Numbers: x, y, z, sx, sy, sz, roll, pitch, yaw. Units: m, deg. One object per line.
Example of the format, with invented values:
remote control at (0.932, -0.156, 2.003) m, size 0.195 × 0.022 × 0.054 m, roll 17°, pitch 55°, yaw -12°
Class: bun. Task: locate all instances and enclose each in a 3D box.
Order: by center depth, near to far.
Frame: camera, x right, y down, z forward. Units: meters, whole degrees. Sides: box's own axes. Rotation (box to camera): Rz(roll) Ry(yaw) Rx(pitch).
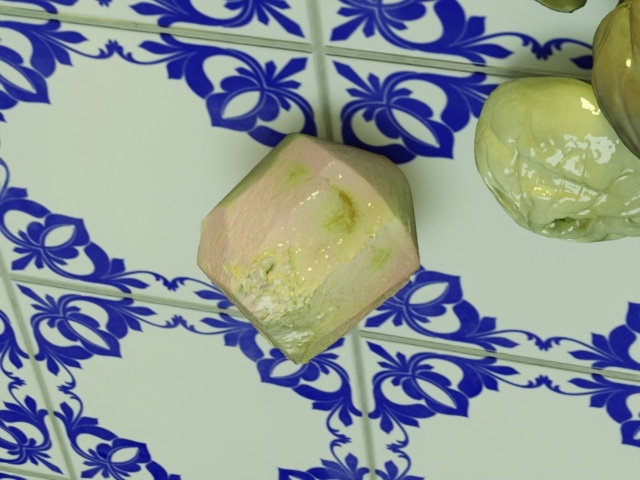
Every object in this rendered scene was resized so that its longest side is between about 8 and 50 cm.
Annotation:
bun at (0.271, -0.075, 1.957) m, size 0.229 × 0.145 × 0.229 m, roll 17°, pitch 168°, yaw 4°

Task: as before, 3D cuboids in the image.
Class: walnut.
walnut at (0.368, -0.160, 1.780) m, size 0.224 × 0.224 × 0.224 m, roll 12°, pitch 141°, yaw 10°

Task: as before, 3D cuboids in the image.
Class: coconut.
coconut at (0.000, 0.000, 2.120) m, size 0.233 × 0.245 × 0.233 m, roll 46°, pitch 175°, yaw 5°

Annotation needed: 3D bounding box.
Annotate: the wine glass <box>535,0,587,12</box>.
wine glass at (0.275, -0.308, 1.735) m, size 0.103 × 0.103 × 0.222 m, roll 33°, pitch 140°, yaw -15°
